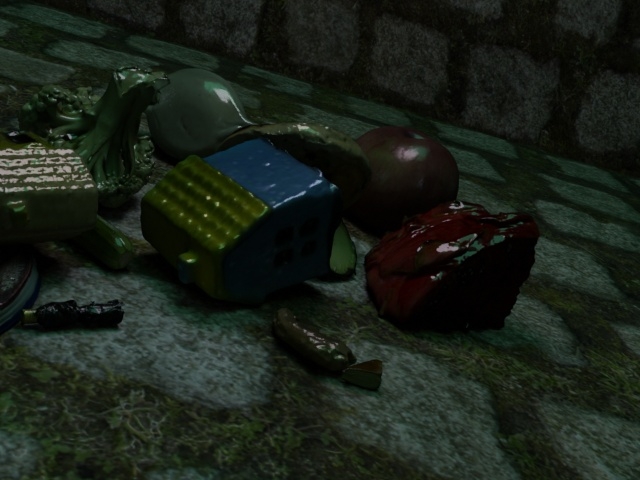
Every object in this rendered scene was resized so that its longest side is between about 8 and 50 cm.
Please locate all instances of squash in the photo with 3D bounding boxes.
[{"bbox_3d":[-0.018,0.011,1.621,0.191,0.085,0.184,21,41,-45],"label":"squash"},{"bbox_3d":[-0.399,-0.021,1.391,0.228,0.066,0.066,30,23,29],"label":"squash"}]

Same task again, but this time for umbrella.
[{"bbox_3d":[-0.342,0.102,1.146,0.143,0.040,0.037,0,34,-37],"label":"umbrella"}]

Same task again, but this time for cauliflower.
[{"bbox_3d":[-0.431,-0.210,1.552,0.260,0.281,0.327,6,28,-15],"label":"cauliflower"}]

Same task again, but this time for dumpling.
[{"bbox_3d":[-0.305,-0.277,1.990,0.211,0.270,0.321,-26,68,-32],"label":"dumpling"}]

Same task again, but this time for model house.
[{"bbox_3d":[-0.465,-0.060,1.255,0.234,0.175,0.193,28,22,36],"label":"model house"},{"bbox_3d":[-0.143,-0.024,1.406,0.303,0.216,0.237,-18,39,-39],"label":"model house"}]

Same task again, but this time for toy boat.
[{"bbox_3d":[-0.438,0.066,1.160,0.080,0.046,0.229,17,17,-14],"label":"toy boat"}]

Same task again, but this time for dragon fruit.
[{"bbox_3d":[0.203,0.002,1.589,0.285,0.228,0.329,2,27,-33],"label":"dragon fruit"}]

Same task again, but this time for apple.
[{"bbox_3d":[0.183,-0.147,1.953,0.305,0.235,0.306,16,18,-5],"label":"apple"}]

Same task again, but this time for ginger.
[{"bbox_3d":[-0.021,0.149,1.268,0.069,0.051,0.173,0,27,-47],"label":"ginger"}]

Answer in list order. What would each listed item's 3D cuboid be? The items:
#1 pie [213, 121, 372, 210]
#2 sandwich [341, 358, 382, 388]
[{"bbox_3d":[-0.055,-0.125,1.642,0.338,0.339,0.077,10,57,-19],"label":"pie"},{"bbox_3d":[0.074,0.201,1.232,0.083,0.031,0.044,-7,27,-45],"label":"sandwich"}]
